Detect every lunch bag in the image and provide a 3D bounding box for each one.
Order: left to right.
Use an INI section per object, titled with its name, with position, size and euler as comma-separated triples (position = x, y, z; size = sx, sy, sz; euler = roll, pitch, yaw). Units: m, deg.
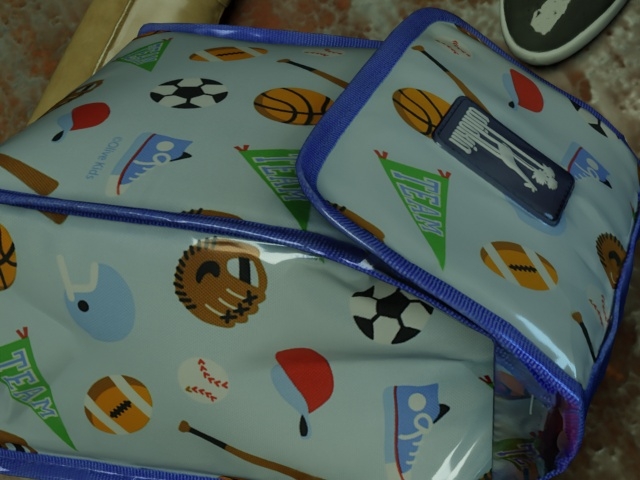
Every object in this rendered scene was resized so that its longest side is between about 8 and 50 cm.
[lunch bag]
position = 0.000, 0.000, 0.836
size = 0.385, 0.328, 0.239
euler = 8, 120, 17

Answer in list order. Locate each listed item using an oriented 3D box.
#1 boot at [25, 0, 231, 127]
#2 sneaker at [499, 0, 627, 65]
[boot]
position = -0.187, -0.181, 1.092
size = 0.236, 0.089, 0.269
euler = 24, 89, 23
[sneaker]
position = 0.200, -0.274, 0.941
size = 0.104, 0.147, 0.295
euler = 28, 90, 21
